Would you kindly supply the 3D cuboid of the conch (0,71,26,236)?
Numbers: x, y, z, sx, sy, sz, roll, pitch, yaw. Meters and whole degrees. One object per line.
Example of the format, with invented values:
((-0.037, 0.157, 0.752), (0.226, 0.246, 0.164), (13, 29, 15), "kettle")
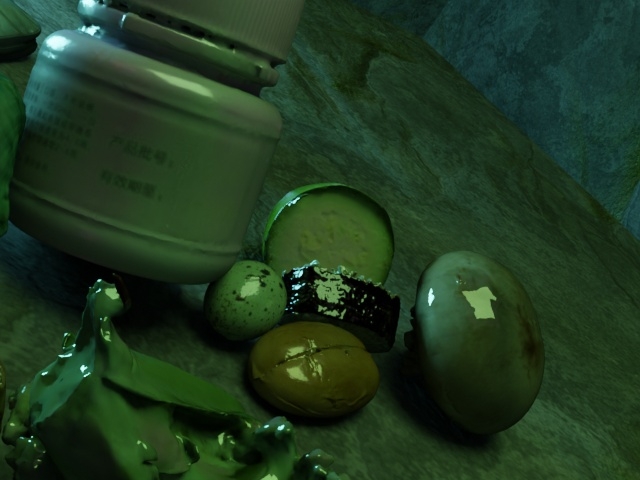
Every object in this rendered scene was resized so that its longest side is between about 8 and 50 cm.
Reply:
((-0.350, -0.083, 0.907), (0.202, 0.134, 0.196), (24, 52, 40), "conch")

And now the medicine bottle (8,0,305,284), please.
((-0.162, -0.142, 1.035), (0.256, 0.325, 0.256), (18, 6, -2), "medicine bottle")

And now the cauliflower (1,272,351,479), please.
((-0.116, 0.143, 0.635), (0.256, 0.239, 0.315), (54, -16, 46), "cauliflower")

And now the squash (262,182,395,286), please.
((0.000, 0.000, 1.282), (0.170, 0.170, 0.123), (25, 10, -23), "squash")

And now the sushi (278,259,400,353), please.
((0.024, 0.080, 1.196), (0.150, 0.090, 0.078), (21, 61, -22), "sushi")

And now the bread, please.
((0.000, 0.134, 1.095), (0.114, 0.077, 0.189), (42, 24, 31), "bread")

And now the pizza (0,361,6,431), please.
((-0.264, 0.087, 0.705), (0.058, 0.127, 0.246), (-10, 21, -29), "pizza")

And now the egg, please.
((-0.082, 0.066, 1.101), (0.085, 0.085, 0.110), (36, 33, 5), "egg")

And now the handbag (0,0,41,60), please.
((-0.540, -0.358, 1.382), (0.332, 0.075, 0.191), (40, 24, 5), "handbag")

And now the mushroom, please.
((0.177, 0.126, 1.249), (0.226, 0.178, 0.226), (-18, 90, -75), "mushroom")
